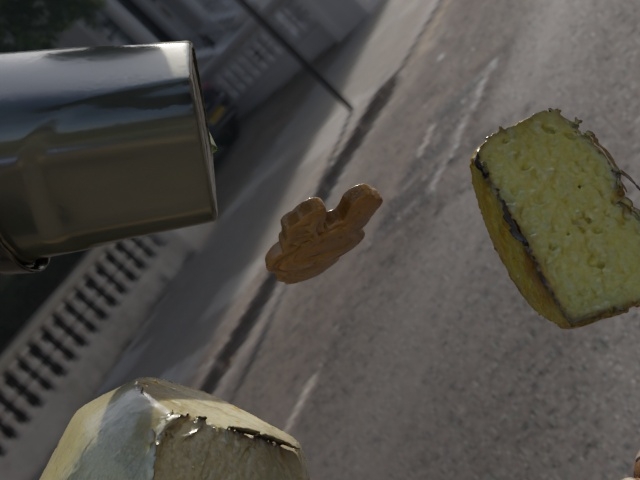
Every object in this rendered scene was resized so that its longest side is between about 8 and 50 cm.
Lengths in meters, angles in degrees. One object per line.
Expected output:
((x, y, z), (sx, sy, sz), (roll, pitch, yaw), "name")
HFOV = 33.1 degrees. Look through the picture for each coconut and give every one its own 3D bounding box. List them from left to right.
((-0.187, 0.366, 1.289), (0.360, 0.346, 0.346), (-66, 13, -2), "coconut")

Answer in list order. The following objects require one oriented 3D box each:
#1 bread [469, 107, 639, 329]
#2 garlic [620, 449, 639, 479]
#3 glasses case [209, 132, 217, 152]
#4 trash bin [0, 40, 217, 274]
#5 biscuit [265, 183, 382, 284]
((0.278, -0.010, 1.248), (0.160, 0.260, 0.147), (-25, -19, -14), "bread")
((0.505, 0.346, 1.410), (0.160, 0.214, 0.191), (-64, 14, 12), "garlic")
((-0.264, -0.201, 1.692), (0.062, 0.095, 0.272), (-32, -23, 14), "glasses case")
((-0.245, -0.102, 1.142), (0.250, 0.219, 0.220), (-9, 38, -2), "trash bin")
((-0.003, 0.001, 1.445), (0.144, 0.040, 0.236), (-11, -25, -18), "biscuit")
